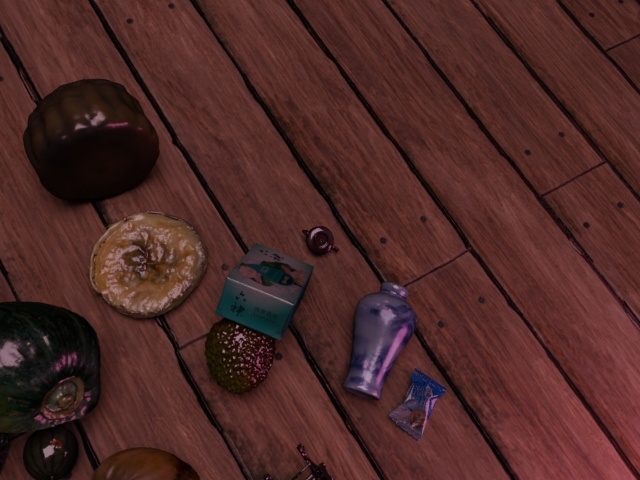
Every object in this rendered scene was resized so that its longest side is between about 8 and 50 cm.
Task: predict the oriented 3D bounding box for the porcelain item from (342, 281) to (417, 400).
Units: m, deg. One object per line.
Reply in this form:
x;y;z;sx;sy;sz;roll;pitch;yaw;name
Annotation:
0.129;0.221;1.587;0.141;0.141;0.259;21;74;2;porcelain item

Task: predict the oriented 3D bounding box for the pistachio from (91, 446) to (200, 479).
-0.346;0.480;1.407;0.210;0.130;0.165;0;25;-8;pistachio

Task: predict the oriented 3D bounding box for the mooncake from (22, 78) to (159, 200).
-0.525;-0.229;1.615;0.290;0.290;0.161;-23;65;-17;mooncake

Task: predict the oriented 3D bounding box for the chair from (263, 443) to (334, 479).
-0.002;0.549;1.447;0.106;0.113;0.229;-37;113;-21;chair

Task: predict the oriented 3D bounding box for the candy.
0.215;0.365;1.581;0.088;0.038;0.136;35;72;-6;candy

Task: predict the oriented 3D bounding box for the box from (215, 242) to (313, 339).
-0.116;0.105;1.546;0.153;0.092;0.245;21;20;2;box

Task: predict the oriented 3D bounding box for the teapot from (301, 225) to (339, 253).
0.000;0.000;1.714;0.100;0.045;0.067;29;88;-13;teapot

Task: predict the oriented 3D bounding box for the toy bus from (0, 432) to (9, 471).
-0.673;0.409;1.349;0.096;0.199;0.108;9;68;-3;toy bus

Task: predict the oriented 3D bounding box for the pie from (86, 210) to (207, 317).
-0.394;0.052;1.629;0.274;0.055;0.274;3;65;-6;pie

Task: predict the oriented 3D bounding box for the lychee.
-0.175;0.245;1.521;0.171;0.171;0.171;3;65;-6;lychee

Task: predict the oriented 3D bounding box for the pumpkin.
-0.578;0.215;1.384;0.263;0.196;0.293;30;23;36;pumpkin

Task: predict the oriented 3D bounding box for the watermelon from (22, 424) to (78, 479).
-0.534;0.432;1.403;0.105;0.105;0.133;-8;47;-11;watermelon
